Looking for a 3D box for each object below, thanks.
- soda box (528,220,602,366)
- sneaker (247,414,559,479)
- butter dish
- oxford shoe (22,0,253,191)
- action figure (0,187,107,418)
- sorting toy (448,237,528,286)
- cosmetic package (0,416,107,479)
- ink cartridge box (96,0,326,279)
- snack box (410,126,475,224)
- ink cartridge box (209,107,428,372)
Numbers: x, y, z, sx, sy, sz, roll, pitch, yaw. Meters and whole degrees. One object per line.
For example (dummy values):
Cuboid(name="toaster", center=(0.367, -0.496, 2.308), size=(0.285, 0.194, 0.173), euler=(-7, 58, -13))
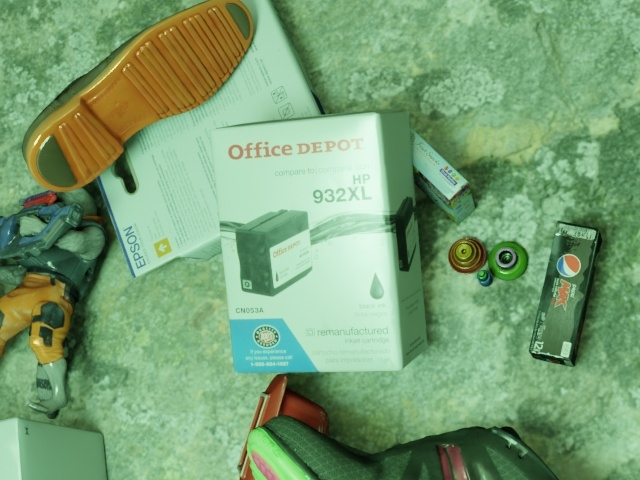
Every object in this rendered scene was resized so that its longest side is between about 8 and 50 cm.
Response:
Cuboid(name="soda box", center=(0.301, 0.066, 1.332), size=(0.053, 0.060, 0.169), euler=(12, 80, 20))
Cuboid(name="sneaker", center=(0.145, 0.299, 1.241), size=(0.482, 0.185, 0.202), euler=(21, 65, -4))
Cuboid(name="butter dish", center=(-0.031, 0.256, 1.352), size=(0.118, 0.160, 0.160), euler=(19, 82, -4))
Cuboid(name="oxford shoe", center=(-0.256, -0.219, 1.470), size=(0.363, 0.130, 0.133), euler=(-36, 35, -8))
Cuboid(name="action figure", center=(-0.408, 0.065, 1.524), size=(0.341, 0.178, 0.330), euler=(-1, 67, 47))
Cuboid(name="sorting toy", center=(0.210, 0.025, 1.379), size=(0.101, 0.042, 0.061), euler=(4, 77, 17))
Cuboid(name="cosmetic package", center=(-0.421, 0.323, 1.390), size=(0.224, 0.224, 0.138), euler=(-16, 72, 13))
Cuboid(name="ink cartridge box", center=(-0.161, -0.150, 1.522), size=(0.330, 0.071, 0.324), euler=(-27, 70, 12))
Cuboid(name="snack box", center=(0.136, -0.093, 1.400), size=(0.037, 0.100, 0.141), euler=(-42, 68, -1))
Cuboid(name="ink cartridge box", center=(0.000, 0.000, 1.343), size=(0.223, 0.129, 0.308), euler=(-3, 96, 21))
